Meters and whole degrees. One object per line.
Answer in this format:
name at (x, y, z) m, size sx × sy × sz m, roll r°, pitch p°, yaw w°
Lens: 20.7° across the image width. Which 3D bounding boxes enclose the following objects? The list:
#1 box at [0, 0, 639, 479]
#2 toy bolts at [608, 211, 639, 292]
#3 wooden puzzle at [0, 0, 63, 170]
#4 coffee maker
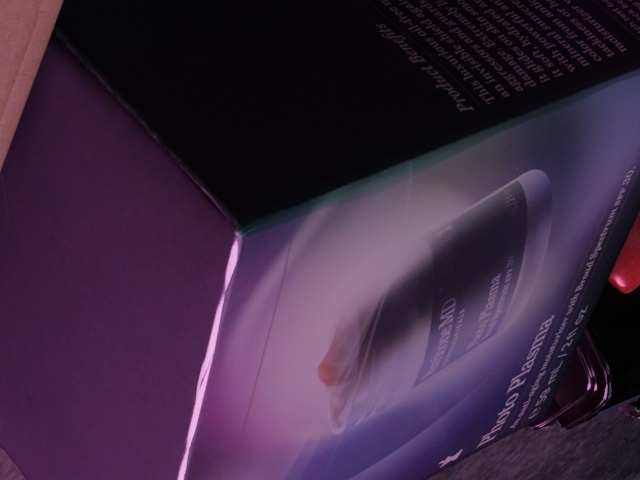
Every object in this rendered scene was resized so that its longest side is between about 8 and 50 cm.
box at (0.000, 0.000, 0.888) m, size 0.294 × 0.183 × 0.296 m, roll -23°, pitch 145°, yaw -32°
toy bolts at (0.170, -0.104, 1.073) m, size 0.228 × 0.158 × 0.218 m, roll -52°, pitch -167°, yaw -5°
wooden puzzle at (-0.237, -0.067, 0.602) m, size 0.322 × 0.080 × 0.348 m, roll -11°, pitch 143°, yaw -45°
coffee maker at (0.236, 0.061, 1.349) m, size 0.178 × 0.120 × 0.171 m, roll -15°, pitch 139°, yaw -40°
